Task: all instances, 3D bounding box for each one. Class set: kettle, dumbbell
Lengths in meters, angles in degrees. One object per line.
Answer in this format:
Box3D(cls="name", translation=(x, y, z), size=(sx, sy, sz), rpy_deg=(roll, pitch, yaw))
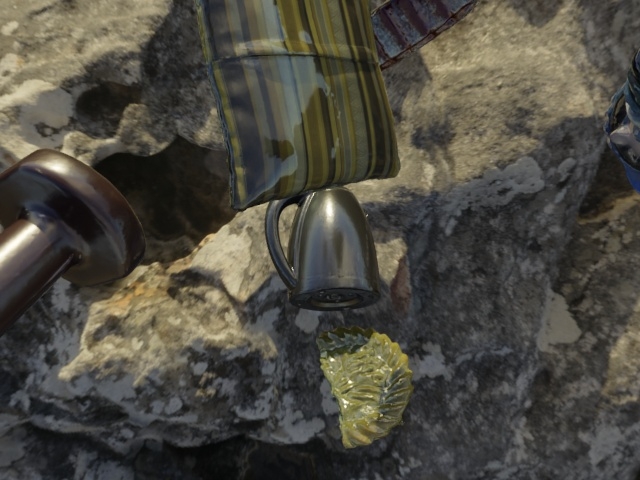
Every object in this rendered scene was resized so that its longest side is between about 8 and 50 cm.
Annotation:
Box3D(cls="kettle", translation=(0.000, 0.000, 1.296), size=(0.268, 0.207, 0.290), rpy_deg=(7, 69, -25))
Box3D(cls="dumbbell", translation=(-0.245, 0.041, 0.414), size=(0.140, 0.225, 0.124), rpy_deg=(-14, 122, 38))

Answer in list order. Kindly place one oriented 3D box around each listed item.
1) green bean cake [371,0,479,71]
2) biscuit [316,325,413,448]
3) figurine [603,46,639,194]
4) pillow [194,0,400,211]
Box3D(cls="green bean cake", translation=(0.157, -0.375, 0.938), size=(0.232, 0.198, 0.097), rpy_deg=(-30, 106, 24))
Box3D(cls="biscuit", translation=(0.098, 0.281, 1.175), size=(0.187, 0.273, 0.036), rpy_deg=(-19, 138, -3))
Box3D(cls="figurine", translation=(0.215, -0.082, 0.350), size=(0.086, 0.149, 0.087), rpy_deg=(-51, 58, 12))
Box3D(cls="pillow", translation=(-0.011, -0.142, 0.468), size=(0.212, 0.052, 0.208), rpy_deg=(-17, 101, -45))
